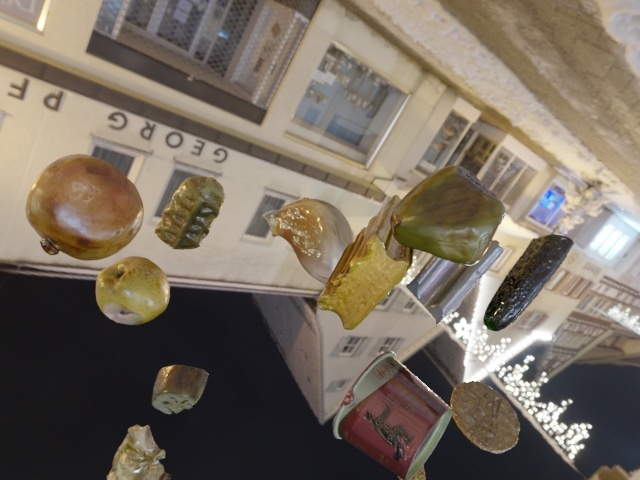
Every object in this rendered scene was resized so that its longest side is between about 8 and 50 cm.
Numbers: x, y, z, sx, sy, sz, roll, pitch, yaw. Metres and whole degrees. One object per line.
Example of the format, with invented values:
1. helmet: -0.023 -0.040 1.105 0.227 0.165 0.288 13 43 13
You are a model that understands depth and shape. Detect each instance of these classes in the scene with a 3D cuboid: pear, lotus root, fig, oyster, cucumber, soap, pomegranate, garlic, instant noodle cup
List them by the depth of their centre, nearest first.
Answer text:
1. fig: 0.189 -0.030 0.672 0.165 0.154 0.144 -13 -158 0
2. oyster: -0.296 0.465 0.684 0.100 0.276 0.271 5 -144 -24
3. pomegranate: -0.482 -0.061 0.894 0.215 0.216 0.215 27 -162 -10
4. cucumber: 0.415 0.086 0.895 0.074 0.242 0.074 34 -176 -3
5. soap: 0.115 0.035 0.954 0.096 0.204 0.324 39 -156 -1
6. instant noodle cup: 0.165 0.392 0.971 0.178 0.235 0.234 31 -165 32
7. pear: -0.453 0.119 1.063 0.177 0.178 0.178 27 -162 -10
8. garlic: 0.000 0.000 1.327 0.313 0.249 0.286 36 159 21
9. soap: 0.424 0.085 1.357 0.159 0.302 0.257 45 -162 22
10. lotus root: -0.524 0.535 1.593 0.138 0.234 0.119 38 -142 -27

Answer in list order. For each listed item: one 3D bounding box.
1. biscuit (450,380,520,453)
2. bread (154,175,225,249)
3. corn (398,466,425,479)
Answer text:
1. biscuit: 0.485 0.516 1.301 0.219 0.033 0.220 10 -138 -9
2. bread: -0.402 -0.089 1.382 0.152 0.268 0.130 19 -147 -32
3. corn: 0.251 0.620 1.374 0.106 0.106 0.293 14 -135 -42
